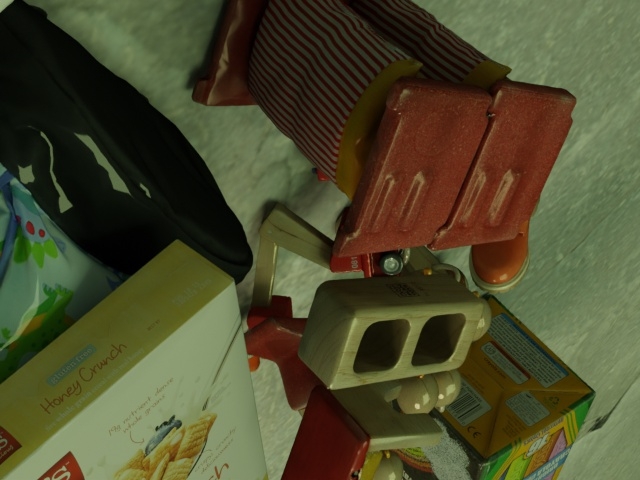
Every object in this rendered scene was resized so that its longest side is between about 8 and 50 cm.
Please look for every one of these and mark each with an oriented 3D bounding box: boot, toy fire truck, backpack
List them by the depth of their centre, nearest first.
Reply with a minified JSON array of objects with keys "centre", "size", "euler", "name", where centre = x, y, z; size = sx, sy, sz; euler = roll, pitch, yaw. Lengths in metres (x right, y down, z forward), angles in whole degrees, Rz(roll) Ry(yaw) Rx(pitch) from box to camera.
[{"centre":[-0.216,0.076,0.652],"size":[0.356,0.273,0.290],"euler":[-34,156,4],"name":"backpack"},{"centre":[0.000,0.000,0.940],"size":[0.135,0.047,0.192],"euler":[-4,110,7],"name":"toy fire truck"},{"centre":[0.175,-0.027,1.101],"size":[0.084,0.059,0.158],"euler":[74,27,-51],"name":"boot"}]

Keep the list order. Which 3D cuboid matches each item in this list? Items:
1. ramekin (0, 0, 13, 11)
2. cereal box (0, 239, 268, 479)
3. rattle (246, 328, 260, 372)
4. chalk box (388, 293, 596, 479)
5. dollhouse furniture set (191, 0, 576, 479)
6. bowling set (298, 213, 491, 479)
[{"centre":[-0.223,-0.190,0.405],"size":[0.277,0.135,0.277],"euler":[-31,147,-23],"name":"ramekin"},{"centre":[-0.106,0.132,0.604],"size":[0.173,0.047,0.240],"euler":[-42,151,-26],"name":"cereal box"},{"centre":[-0.079,0.121,0.945],"size":[0.200,0.143,0.130],"euler":[15,97,-49],"name":"rattle"},{"centre":[0.165,0.244,1.335],"size":[0.179,0.180,0.289],"euler":[-25,145,-30],"name":"chalk box"},{"centre":[0.001,0.013,0.797],"size":[0.152,0.201,0.374],"euler":[-3,124,-37],"name":"dollhouse furniture set"},{"centre":[0.104,0.086,1.098],"size":[0.200,0.154,0.287],"euler":[-22,143,-33],"name":"bowling set"}]
